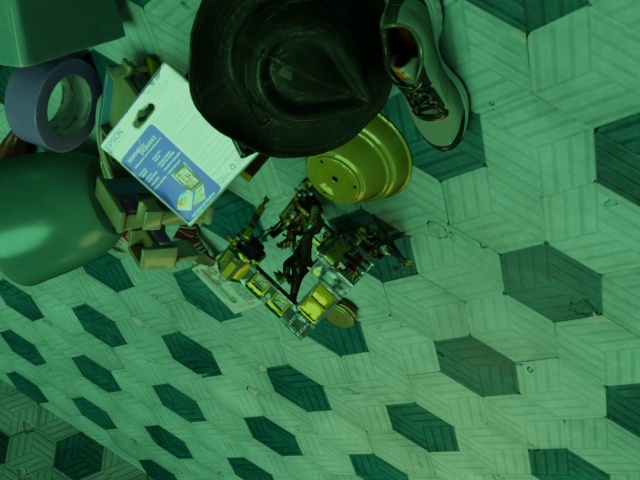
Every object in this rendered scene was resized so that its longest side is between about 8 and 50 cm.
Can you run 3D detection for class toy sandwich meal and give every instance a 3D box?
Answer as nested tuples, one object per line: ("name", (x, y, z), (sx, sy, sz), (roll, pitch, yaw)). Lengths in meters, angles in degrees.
("toy sandwich meal", (0.043, 0.156, 1.793), (0.086, 0.029, 0.085), (23, 146, 17))

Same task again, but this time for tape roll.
("tape roll", (-0.525, -0.275, 1.632), (0.080, 0.189, 0.189), (19, 140, 20))

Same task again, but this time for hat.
("hat", (-0.012, -0.240, 1.152), (0.134, 0.331, 0.331), (46, 163, 54))

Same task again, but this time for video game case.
("video game case", (-0.212, 0.101, 1.936), (0.157, 0.019, 0.143), (48, 141, -16))

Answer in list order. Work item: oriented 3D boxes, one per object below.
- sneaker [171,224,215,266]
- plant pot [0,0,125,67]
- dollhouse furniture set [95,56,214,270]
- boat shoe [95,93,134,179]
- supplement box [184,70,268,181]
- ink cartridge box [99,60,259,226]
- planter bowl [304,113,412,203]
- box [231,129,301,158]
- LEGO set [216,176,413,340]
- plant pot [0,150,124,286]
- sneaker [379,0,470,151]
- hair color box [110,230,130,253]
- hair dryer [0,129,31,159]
("sneaker", (-0.279, 0.007, 1.865), (0.042, 0.067, 0.118), (-18, 137, 43))
("plant pot", (-0.517, -0.457, 1.399), (0.247, 0.248, 0.252), (13, 120, 27))
("dollhouse furniture set", (-0.277, -0.156, 1.553), (0.286, 0.198, 0.303), (49, 135, 40))
("boat shoe", (-0.414, -0.176, 1.713), (0.103, 0.113, 0.302), (29, 134, 44))
("supplement box", (-0.130, -0.242, 1.410), (0.191, 0.129, 0.194), (39, 143, -5))
("ink cartridge box", (-0.228, -0.160, 1.366), (0.208, 0.045, 0.206), (42, 118, -9))
("planter bowl", (0.042, -0.129, 1.432), (0.217, 0.090, 0.217), (21, 141, 18))
("box", (-0.081, -0.248, 1.279), (0.190, 0.184, 0.045), (65, 170, -1))
("LEGO set", (0.000, 0.000, 1.444), (0.255, 0.331, 0.192), (49, 126, 11))
("plant pot", (-0.571, -0.066, 1.822), (0.235, 0.293, 0.293), (-14, 126, 12))
("sneaker", (0.144, -0.240, 1.220), (0.100, 0.108, 0.271), (2, 133, 33))
("hair color box", (-0.512, -0.017, 1.989), (0.167, 0.053, 0.093), (7, 151, 30))
("hair dryer", (-0.676, -0.168, 1.986), (0.224, 0.080, 0.293), (1, 139, 16))
